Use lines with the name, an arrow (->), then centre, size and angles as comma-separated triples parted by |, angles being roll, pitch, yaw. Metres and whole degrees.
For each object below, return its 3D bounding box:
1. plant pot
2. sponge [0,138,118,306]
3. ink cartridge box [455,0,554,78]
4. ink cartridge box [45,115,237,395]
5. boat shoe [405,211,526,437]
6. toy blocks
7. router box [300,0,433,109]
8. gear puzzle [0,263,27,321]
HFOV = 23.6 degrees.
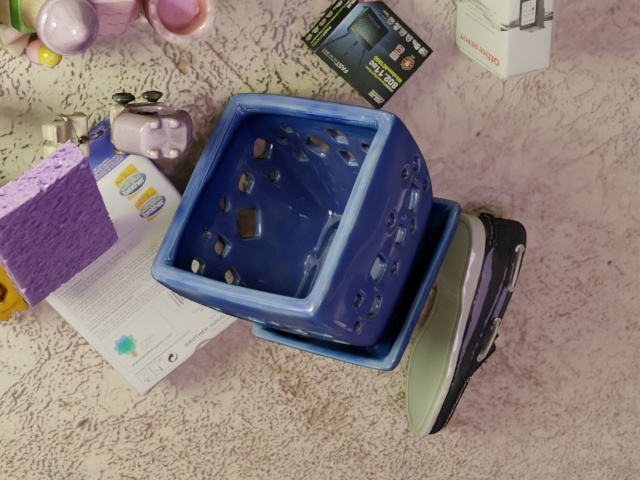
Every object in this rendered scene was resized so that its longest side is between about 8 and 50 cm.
plant pot -> 0.000, 0.000, 1.631 | 0.212, 0.236, 0.236 | 41, 67, -46
sponge -> -0.264, -0.013, 1.493 | 0.117, 0.031, 0.210 | -38, 161, -13
ink cartridge box -> 0.202, -0.268, 1.680 | 0.063, 0.109, 0.151 | -15, 124, -21
ink cartridge box -> -0.217, 0.014, 1.669 | 0.185, 0.065, 0.311 | -39, 129, 0
boat shoe -> 0.181, 0.112, 1.898 | 0.091, 0.114, 0.303 | 4, 117, -22
toy blocks -> -0.229, -0.192, 1.380 | 0.288, 0.260, 0.309 | -7, 109, -24
router box -> 0.052, -0.214, 1.682 | 0.092, 0.038, 0.122 | -47, 128, 7
gear puzzle -> -0.422, -0.021, 1.530 | 0.175, 0.044, 0.339 | -40, 125, 23
